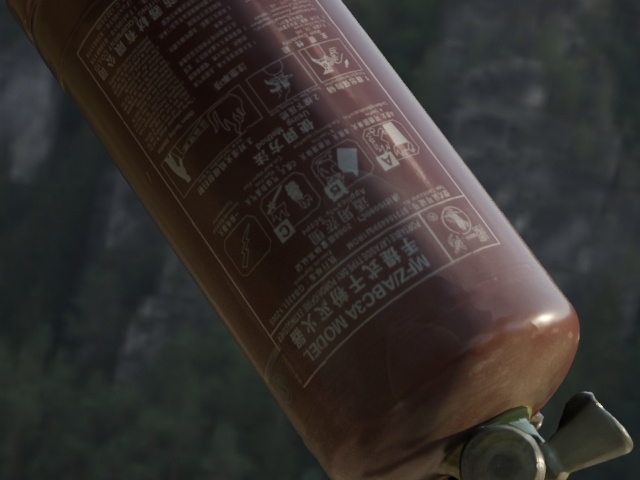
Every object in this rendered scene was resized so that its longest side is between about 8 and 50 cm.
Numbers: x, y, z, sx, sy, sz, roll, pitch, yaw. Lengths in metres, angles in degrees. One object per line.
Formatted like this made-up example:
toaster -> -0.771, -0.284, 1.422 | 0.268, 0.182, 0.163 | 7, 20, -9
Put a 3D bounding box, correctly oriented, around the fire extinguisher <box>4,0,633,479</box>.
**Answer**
fire extinguisher -> 0.000, 0.000, 0.630 | 0.269, 0.105, 0.105 | 54, 27, 19
